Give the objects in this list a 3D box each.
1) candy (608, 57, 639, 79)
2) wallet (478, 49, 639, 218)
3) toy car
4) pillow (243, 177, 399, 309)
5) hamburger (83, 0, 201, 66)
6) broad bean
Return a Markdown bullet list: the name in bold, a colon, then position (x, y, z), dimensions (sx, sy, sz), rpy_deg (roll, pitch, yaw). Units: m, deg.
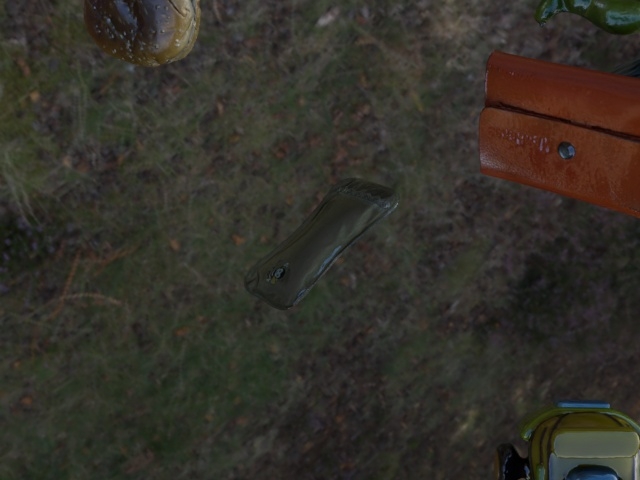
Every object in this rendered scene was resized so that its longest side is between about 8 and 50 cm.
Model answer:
- **candy**: position (0.447, -0.204, 1.278), dimensions (0.187, 0.077, 0.331), rpy_deg (-41, -168, 3)
- **wallet**: position (0.256, -0.107, 0.888), dimensions (0.045, 0.204, 0.142), rpy_deg (-33, 131, -39)
- **toy car**: position (0.308, 0.312, 1.011), dimensions (0.201, 0.247, 0.142), rpy_deg (-3, 179, 4)
- **pillow**: position (0.000, 0.000, 1.121), dimensions (0.217, 0.130, 0.033), rpy_deg (-45, 126, -14)
- **hamburger**: position (-0.344, -0.467, 1.738), dimensions (0.286, 0.243, 0.146), rpy_deg (-25, -169, 35)
- **broad bean**: position (0.446, -0.361, 1.381), dimensions (0.048, 0.214, 0.070), rpy_deg (-2, 101, -69)
